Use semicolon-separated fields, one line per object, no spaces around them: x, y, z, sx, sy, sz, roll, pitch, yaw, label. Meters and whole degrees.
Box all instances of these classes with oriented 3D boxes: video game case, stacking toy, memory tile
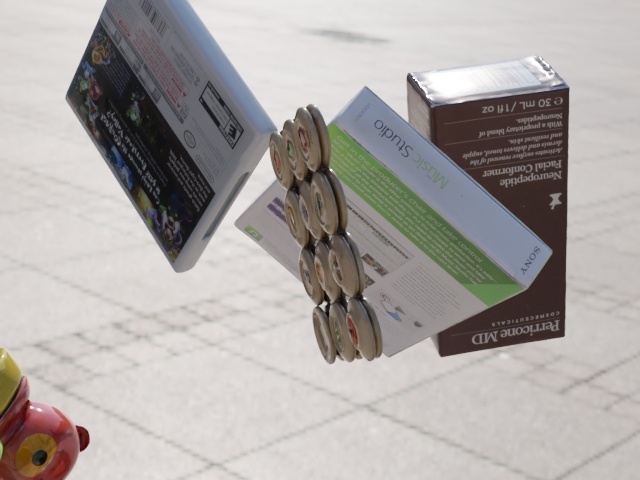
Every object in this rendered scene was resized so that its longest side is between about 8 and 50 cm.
-0.121;-0.098;0.974;0.022;0.173;0.190;-18;65;-41;video game case
-0.338;0.273;1.144;0.130;0.309;0.279;41;-1;-17;stacking toy
0.000;0.000;0.738;0.012;0.148;0.113;-15;-1;-14;memory tile

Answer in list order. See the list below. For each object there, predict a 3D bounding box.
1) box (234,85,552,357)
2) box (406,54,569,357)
0.058;-0.004;1.264;0.232;0.058;0.322;41;-24;-5;box
0.228;-0.044;1.736;0.191;0.381;0.143;-9;28;-7;box
